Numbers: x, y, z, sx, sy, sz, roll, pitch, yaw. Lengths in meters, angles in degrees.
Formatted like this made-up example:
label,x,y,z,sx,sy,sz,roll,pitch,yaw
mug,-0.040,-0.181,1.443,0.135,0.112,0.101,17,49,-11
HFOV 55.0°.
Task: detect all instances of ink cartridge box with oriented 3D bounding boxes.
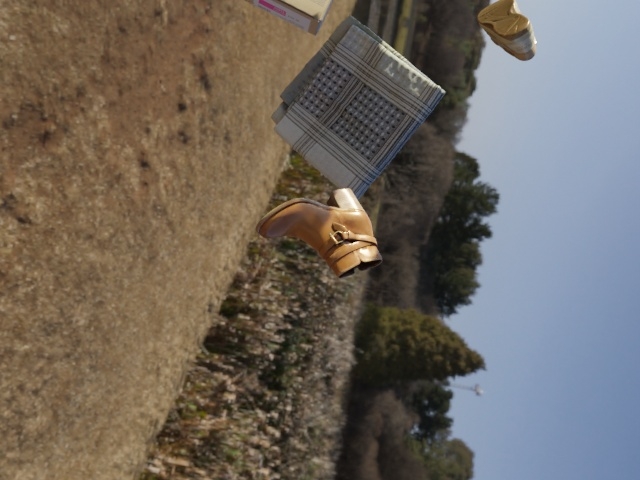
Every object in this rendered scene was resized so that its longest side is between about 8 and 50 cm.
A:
label,x,y,z,sx,sy,sz,roll,pitch,yaw
ink cartridge box,-0.073,-0.723,1.736,0.193,0.234,0.088,-65,-176,-14

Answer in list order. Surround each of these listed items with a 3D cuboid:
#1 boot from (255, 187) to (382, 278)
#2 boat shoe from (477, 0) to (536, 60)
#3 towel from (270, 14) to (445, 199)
label,x,y,z,sx,sy,sz,roll,pitch,yaw
boot,0.000,0.000,1.057,0.073,0.197,0.152,95,-26,-66
boat shoe,0.563,-0.635,1.857,0.110,0.121,0.341,52,23,-30
towel,0.063,-0.300,1.361,0.312,0.324,0.056,-50,154,13
